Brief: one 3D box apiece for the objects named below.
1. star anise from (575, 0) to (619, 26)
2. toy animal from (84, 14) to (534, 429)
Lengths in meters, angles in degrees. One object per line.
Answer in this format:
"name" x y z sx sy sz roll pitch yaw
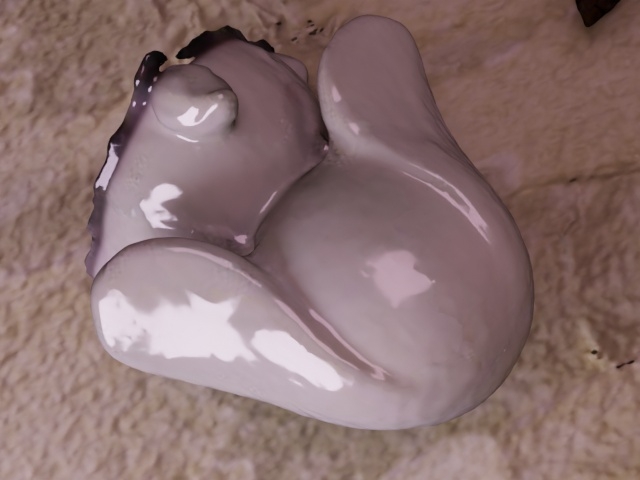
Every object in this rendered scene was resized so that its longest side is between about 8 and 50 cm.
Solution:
"star anise" 0.224 -0.249 1.011 0.190 0.126 0.220 40 85 10
"toy animal" -0.003 -0.018 0.941 0.289 0.174 0.249 14 76 11
